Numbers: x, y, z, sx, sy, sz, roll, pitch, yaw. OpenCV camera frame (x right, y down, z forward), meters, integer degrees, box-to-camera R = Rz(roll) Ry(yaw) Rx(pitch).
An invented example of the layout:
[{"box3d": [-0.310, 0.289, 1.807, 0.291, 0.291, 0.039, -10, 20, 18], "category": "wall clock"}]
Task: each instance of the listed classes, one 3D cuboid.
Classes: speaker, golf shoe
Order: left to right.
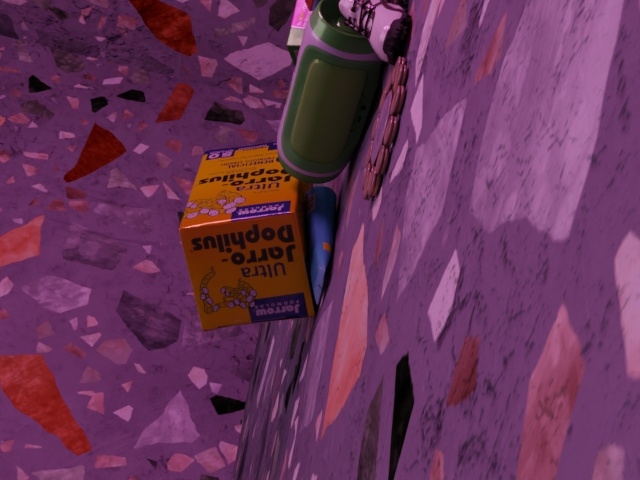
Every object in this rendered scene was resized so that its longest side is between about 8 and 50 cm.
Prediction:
[{"box3d": [0.016, -0.227, 1.637, 0.297, 0.131, 0.131, 109, 173, -46], "category": "speaker"}, {"box3d": [0.068, -0.291, 1.425, 0.198, 0.093, 0.077, -91, 16, -65], "category": "golf shoe"}]

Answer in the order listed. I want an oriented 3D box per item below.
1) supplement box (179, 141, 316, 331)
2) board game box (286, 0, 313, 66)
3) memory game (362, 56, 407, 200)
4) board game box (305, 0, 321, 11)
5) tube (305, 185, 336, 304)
[{"box3d": [-0.112, -0.022, 1.852, 0.356, 0.194, 0.195, -88, -11, -65], "category": "supplement box"}, {"box3d": [0.020, -0.433, 2.048, 0.242, 0.064, 0.317, 66, -148, -61], "category": "board game box"}, {"box3d": [0.081, -0.140, 1.344, 0.186, 0.012, 0.186, -166, 90, -86], "category": "memory game"}, {"box3d": [0.072, -0.432, 1.490, 0.281, 0.145, 0.027, 112, 142, -59], "category": "board game box"}, {"box3d": [0.000, 0.000, 1.716, 0.080, 0.052, 0.207, 95, 177, -46], "category": "tube"}]
